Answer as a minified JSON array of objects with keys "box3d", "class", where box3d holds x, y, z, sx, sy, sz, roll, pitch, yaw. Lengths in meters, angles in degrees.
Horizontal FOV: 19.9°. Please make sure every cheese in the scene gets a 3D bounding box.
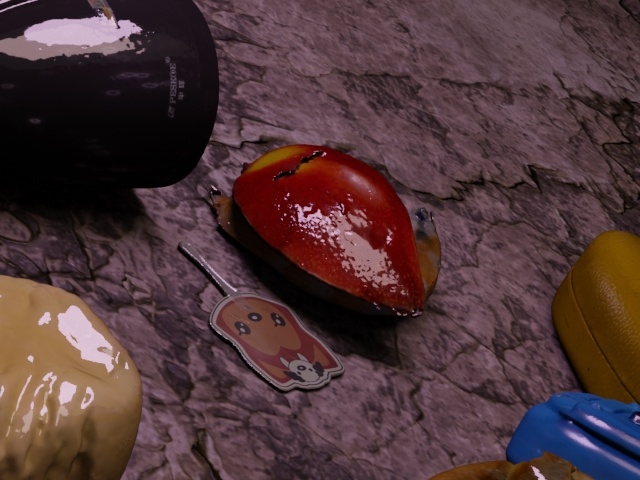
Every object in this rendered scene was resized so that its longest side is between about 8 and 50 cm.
[{"box3d":[-0.258,0.118,1.438,0.214,0.117,0.226,1,35,-39],"class":"cheese"}]

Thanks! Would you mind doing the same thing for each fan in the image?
[{"box3d":[-0.071,0.072,1.822,0.220,0.009,0.132,46,29,24],"class":"fan"}]

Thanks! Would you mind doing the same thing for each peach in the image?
[{"box3d":[0.020,-0.025,1.916,0.189,0.068,0.279,-18,48,-42],"class":"peach"}]

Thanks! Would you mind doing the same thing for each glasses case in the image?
[{"box3d":[0.383,0.124,2.078,0.173,0.141,0.371,17,30,-27],"class":"glasses case"}]

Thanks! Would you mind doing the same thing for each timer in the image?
[{"box3d":[0.350,0.255,1.744,0.340,0.115,0.309,30,4,19],"class":"timer"}]

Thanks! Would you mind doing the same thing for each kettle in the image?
[{"box3d":[-0.268,-0.184,1.777,0.290,0.268,0.207,-1,11,-40],"class":"kettle"}]

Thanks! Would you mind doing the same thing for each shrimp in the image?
[{"box3d":[0.024,0.018,1.978,0.287,0.068,0.185,4,33,-28],"class":"shrimp"}]

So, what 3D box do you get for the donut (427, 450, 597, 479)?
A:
[{"box3d":[0.200,0.337,1.466,0.360,0.170,0.360,12,36,-9],"class":"donut"}]
